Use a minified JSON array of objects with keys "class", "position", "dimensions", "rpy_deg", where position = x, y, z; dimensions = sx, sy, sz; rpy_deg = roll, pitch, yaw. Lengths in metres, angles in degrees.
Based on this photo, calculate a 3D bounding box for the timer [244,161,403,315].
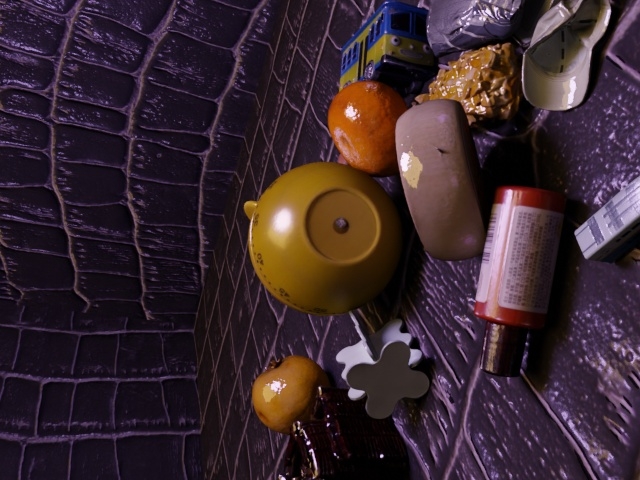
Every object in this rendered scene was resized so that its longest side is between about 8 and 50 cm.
[{"class":"timer","position":[0.000,0.000,1.460],"dimensions":[0.387,0.377,0.375],"rpy_deg":[144,132,-71]}]

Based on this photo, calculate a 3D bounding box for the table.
[{"class":"table","position":[0.115,0.235,1.309],"dimensions":[0.198,0.167,0.166],"rpy_deg":[-115,38,-71]}]

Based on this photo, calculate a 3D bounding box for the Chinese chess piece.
[{"class":"Chinese chess piece","position":[0.208,-0.098,1.058],"dimensions":[0.273,0.102,0.273],"rpy_deg":[-14,-90,-70]}]

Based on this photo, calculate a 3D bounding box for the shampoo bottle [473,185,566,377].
[{"class":"shampoo bottle","position":[0.287,0.063,0.956],"dimensions":[0.104,0.105,0.277],"rpy_deg":[-168,88,-71]}]

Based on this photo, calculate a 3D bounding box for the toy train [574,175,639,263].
[{"class":"toy train","position":[0.403,-0.056,0.767],"dimensions":[0.234,0.051,0.052],"rpy_deg":[123,146,-49]}]

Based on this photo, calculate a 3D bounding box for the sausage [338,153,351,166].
[{"class":"sausage","position":[0.066,-0.160,1.796],"dimensions":[0.043,0.043,0.186],"rpy_deg":[138,138,-61]}]

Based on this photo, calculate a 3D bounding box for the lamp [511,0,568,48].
[{"class":"lamp","position":[0.369,-0.484,1.075],"dimensions":[0.266,0.047,0.269],"rpy_deg":[-106,31,-50]}]

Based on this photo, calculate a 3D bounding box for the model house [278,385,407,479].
[{"class":"model house","position":[0.009,0.442,1.319],"dimensions":[0.297,0.317,0.282],"rpy_deg":[-20,65,54]}]

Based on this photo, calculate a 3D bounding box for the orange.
[{"class":"orange","position":[0.121,-0.251,1.430],"dimensions":[0.224,0.170,0.224],"rpy_deg":[47,161,22]}]

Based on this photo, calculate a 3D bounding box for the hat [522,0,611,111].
[{"class":"hat","position":[0.370,-0.278,0.964],"dimensions":[0.122,0.081,0.166],"rpy_deg":[3,100,32]}]

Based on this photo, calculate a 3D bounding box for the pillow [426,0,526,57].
[{"class":"pillow","position":[0.267,-0.414,1.141],"dimensions":[0.335,0.093,0.161],"rpy_deg":[-147,74,-75]}]

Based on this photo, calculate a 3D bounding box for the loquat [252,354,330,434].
[{"class":"loquat","position":[-0.076,0.402,1.677],"dimensions":[0.208,0.208,0.207],"rpy_deg":[-170,90,-71]}]

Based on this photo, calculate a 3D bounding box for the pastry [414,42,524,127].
[{"class":"pastry","position":[0.271,-0.276,1.166],"dimensions":[0.250,0.103,0.154],"rpy_deg":[-167,81,-70]}]

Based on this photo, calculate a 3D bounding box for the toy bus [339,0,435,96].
[{"class":"toy bus","position":[0.153,-0.422,1.525],"dimensions":[0.288,0.138,0.175],"rpy_deg":[159,118,-69]}]
